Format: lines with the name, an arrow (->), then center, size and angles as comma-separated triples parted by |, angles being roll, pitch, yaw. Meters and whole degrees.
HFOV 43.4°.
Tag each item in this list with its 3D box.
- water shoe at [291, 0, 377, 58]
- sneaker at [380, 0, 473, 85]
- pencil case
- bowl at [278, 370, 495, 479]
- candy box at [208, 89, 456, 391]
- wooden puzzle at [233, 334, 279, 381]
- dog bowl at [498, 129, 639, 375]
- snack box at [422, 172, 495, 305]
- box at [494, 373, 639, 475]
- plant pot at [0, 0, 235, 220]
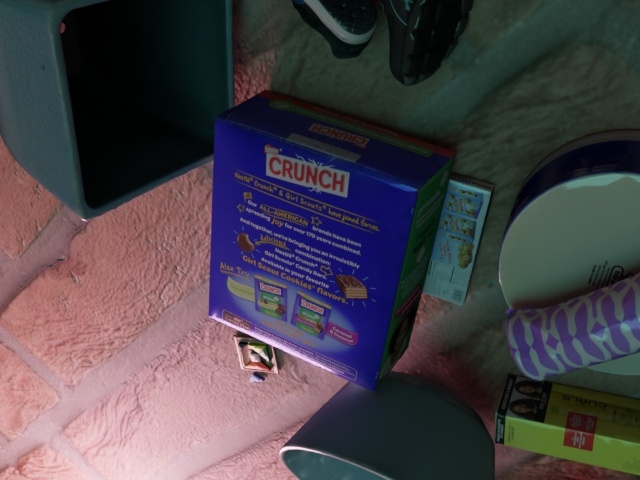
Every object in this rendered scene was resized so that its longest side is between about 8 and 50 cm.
water shoe -> -0.021, -0.285, 0.891 | 0.203, 0.073, 0.080 | 53, 160, 8
sneaker -> 0.100, -0.293, 0.834 | 0.106, 0.101, 0.267 | 32, 133, 32
pencil case -> 0.296, 0.082, 0.841 | 0.206, 0.086, 0.088 | -27, 72, 34
bowl -> 0.115, 0.295, 1.113 | 0.311, 0.163, 0.311 | 22, 152, 13
candy box -> 0.000, 0.000, 1.030 | 0.268, 0.122, 0.317 | 22, 129, 19
wooden puzzle -> -0.103, 0.181, 1.275 | 0.078, 0.014, 0.116 | -1, 120, 27
dog bowl -> 0.337, 0.018, 0.899 | 0.265, 0.104, 0.265 | 13, 126, 18
snack box -> 0.170, 0.001, 1.020 | 0.064, 0.022, 0.178 | 19, 127, 17
box -> 0.351, 0.243, 1.051 | 0.232, 0.087, 0.058 | 9, 124, 21
plant pot -> -0.277, -0.217, 0.966 | 0.252, 0.247, 0.248 | 27, 131, 31
